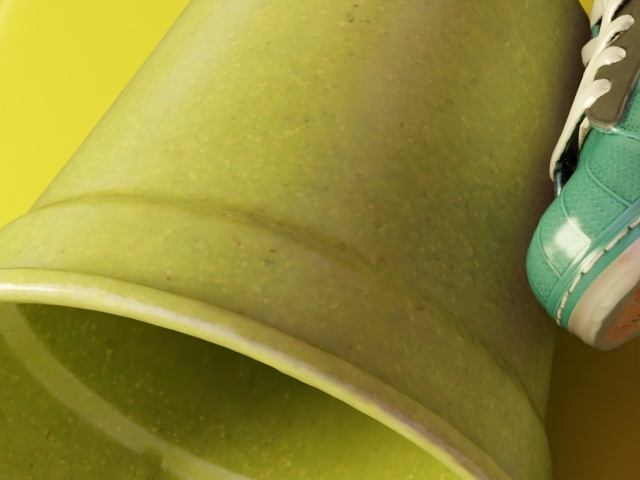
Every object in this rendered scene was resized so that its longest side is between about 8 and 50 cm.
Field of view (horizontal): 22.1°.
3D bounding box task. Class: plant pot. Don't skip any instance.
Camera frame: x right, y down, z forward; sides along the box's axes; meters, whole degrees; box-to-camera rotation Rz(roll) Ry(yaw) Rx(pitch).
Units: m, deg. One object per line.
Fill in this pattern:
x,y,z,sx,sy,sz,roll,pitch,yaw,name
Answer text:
0.000,0.000,0.692,0.276,0.276,0.254,7,56,25,plant pot

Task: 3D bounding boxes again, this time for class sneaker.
0.144,-0.082,0.647,0.121,0.108,0.302,33,54,12,sneaker
